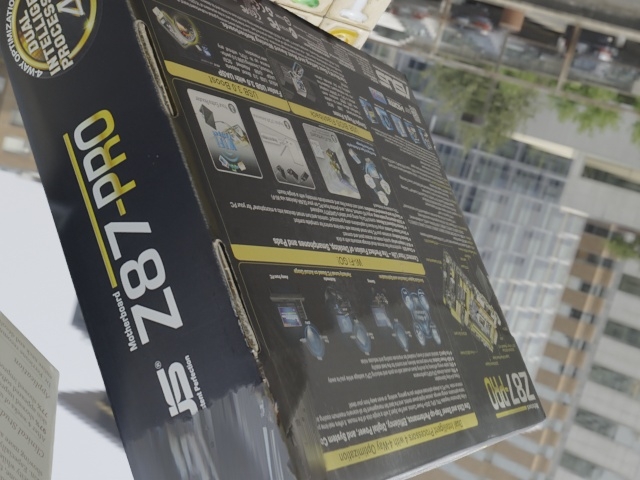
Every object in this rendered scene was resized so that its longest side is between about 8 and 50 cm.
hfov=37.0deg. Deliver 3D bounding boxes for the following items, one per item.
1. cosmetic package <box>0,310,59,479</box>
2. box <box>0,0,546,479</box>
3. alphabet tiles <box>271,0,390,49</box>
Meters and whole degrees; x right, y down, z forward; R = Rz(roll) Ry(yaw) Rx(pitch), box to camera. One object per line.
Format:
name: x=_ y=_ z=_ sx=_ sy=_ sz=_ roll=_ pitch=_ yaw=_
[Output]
cosmetic package: x=-0.571 y=0.271 z=1.232 sx=0.329 sy=0.328 sz=0.393 roll=59 pitch=-171 yaw=-35
box: x=0.000 y=0.000 z=0.616 sx=0.097 sy=0.318 sz=0.395 roll=-29 pitch=164 yaw=23
alphabet tiles: x=-0.049 y=-0.282 z=0.926 sx=0.285 sy=0.342 sz=0.011 roll=11 pitch=-130 yaw=-24
